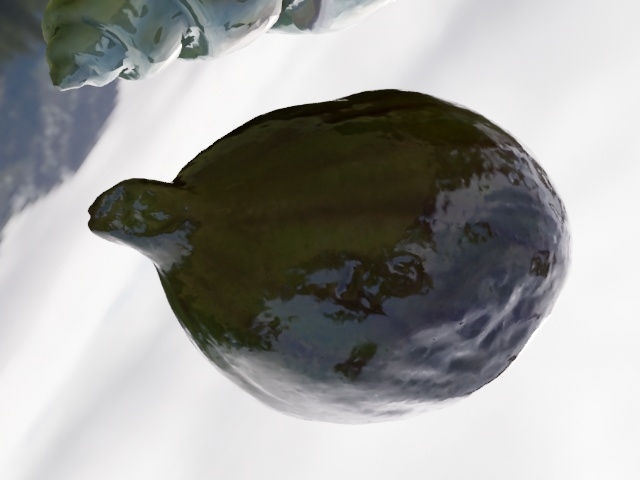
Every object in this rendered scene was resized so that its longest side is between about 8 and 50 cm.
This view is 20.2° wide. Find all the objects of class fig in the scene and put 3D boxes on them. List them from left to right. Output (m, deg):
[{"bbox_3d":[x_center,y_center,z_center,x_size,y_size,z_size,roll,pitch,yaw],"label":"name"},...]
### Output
[{"bbox_3d":[0.000,0.000,0.542,0.103,0.154,0.109,28,-83,51],"label":"fig"}]

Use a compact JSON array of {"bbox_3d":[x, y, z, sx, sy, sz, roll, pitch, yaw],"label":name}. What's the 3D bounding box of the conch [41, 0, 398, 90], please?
[{"bbox_3d":[-0.001,-0.213,0.791,0.249,0.197,0.368,-8,-113,47],"label":"conch"}]
